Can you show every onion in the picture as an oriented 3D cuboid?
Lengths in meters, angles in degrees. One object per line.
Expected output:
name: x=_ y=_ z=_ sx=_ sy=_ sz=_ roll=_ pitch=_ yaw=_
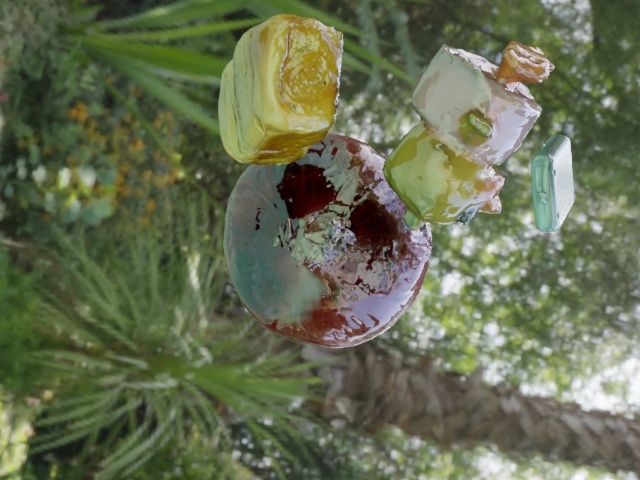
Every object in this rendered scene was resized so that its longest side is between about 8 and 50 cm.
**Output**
onion: x=0.000 y=0.000 z=1.732 sx=0.285 sy=0.348 sz=0.347 roll=13 pitch=92 yaw=-82

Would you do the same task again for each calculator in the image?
calculator: x=0.411 y=-0.103 z=1.944 sx=0.246 sy=0.045 sz=0.141 roll=-41 pitch=126 yaw=-63

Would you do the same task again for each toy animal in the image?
toy animal: x=0.185 y=-0.133 z=1.452 sx=0.195 sy=0.169 sz=0.281 roll=-48 pitch=159 yaw=-68

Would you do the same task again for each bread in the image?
bread: x=-0.062 y=-0.204 z=1.540 sx=0.294 sy=0.132 sz=0.166 roll=157 pitch=-72 yaw=-72
